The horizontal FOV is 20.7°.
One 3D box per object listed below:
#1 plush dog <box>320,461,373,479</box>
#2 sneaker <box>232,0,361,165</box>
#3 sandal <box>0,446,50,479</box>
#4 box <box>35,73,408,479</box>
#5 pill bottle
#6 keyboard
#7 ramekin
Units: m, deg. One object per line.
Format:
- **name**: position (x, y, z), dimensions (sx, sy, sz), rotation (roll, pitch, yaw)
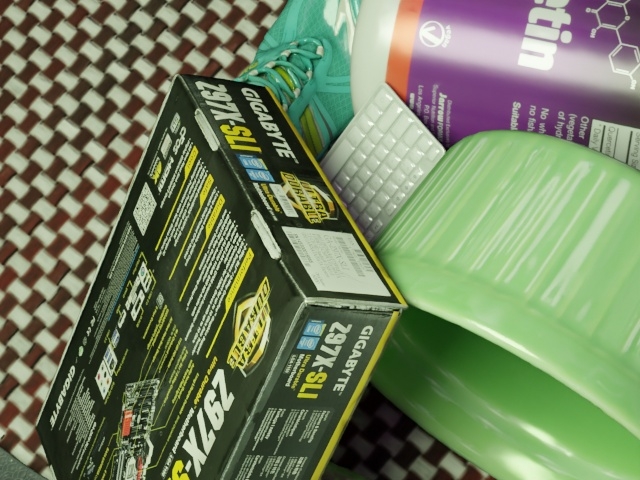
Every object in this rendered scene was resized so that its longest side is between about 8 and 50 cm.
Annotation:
- **plush dog**: position (0.053, 0.294, 1.181), dimensions (0.262, 0.210, 0.225), rotation (24, 93, 46)
- **sneaker**: position (-0.029, -0.099, 1.337), dimensions (0.107, 0.110, 0.275), rotation (24, 78, 18)
- **sandal**: position (-0.201, 0.226, 1.305), dimensions (0.254, 0.054, 0.097), rotation (37, 76, 29)
- **box**: position (-0.082, 0.090, 1.161), dimensions (0.257, 0.079, 0.322), rotation (57, 131, 47)
- **pill bottle**: position (0.195, -0.124, 1.260), dimensions (0.322, 0.181, 0.182), rotation (13, 75, 15)
- **keyboard**: position (0.000, 0.000, 1.271), dimensions (0.072, 0.014, 0.256), rotation (47, 123, 15)
- **ramekin**: position (0.164, 0.063, 1.151), dimensions (0.303, 0.303, 0.148), rotation (29, 73, 18)
